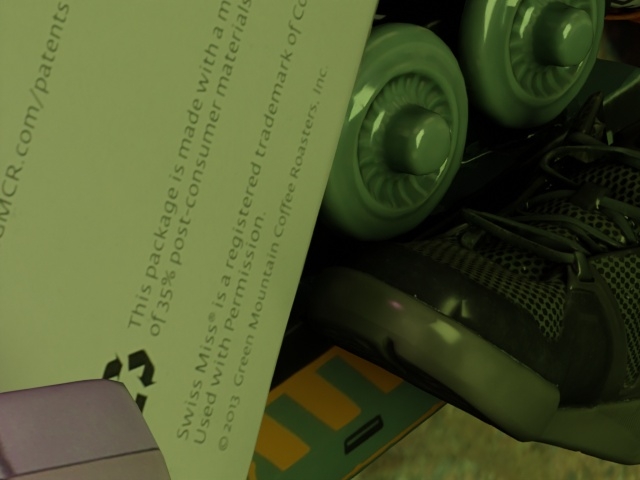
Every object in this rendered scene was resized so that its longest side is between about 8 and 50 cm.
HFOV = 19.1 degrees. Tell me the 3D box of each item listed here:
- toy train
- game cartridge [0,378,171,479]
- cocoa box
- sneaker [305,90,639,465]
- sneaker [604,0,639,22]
[{"bbox_3d":[0.000,0.000,0.710,0.334,0.142,0.190,-35,126,-35],"label":"toy train"},{"bbox_3d":[-0.209,0.139,0.408,0.230,0.355,0.068,0,59,-40],"label":"game cartridge"},{"bbox_3d":[-0.127,-0.129,0.496,0.231,0.228,0.347,26,76,-51],"label":"cocoa box"},{"bbox_3d":[0.079,0.002,0.633,0.227,0.087,0.130,16,99,-58],"label":"sneaker"},{"bbox_3d":[0.171,-0.085,0.877,0.180,0.125,0.321,-6,87,-38],"label":"sneaker"}]
